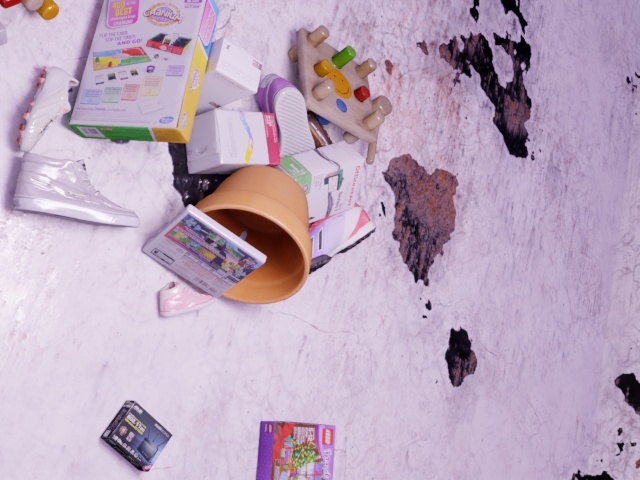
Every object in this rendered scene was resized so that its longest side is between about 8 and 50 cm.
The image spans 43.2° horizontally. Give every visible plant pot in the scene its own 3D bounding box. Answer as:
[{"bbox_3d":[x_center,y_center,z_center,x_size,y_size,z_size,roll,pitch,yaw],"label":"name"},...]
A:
[{"bbox_3d":[-0.145,-0.030,1.792,0.291,0.291,0.203,48,38,-28],"label":"plant pot"}]

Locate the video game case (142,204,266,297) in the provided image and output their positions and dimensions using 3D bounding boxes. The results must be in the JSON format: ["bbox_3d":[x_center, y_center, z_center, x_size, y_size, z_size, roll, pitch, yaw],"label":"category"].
[{"bbox_3d":[-0.246,0.027,1.710,0.201,0.183,0.023,36,42,-22],"label":"video game case"}]

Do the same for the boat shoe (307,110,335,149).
[{"bbox_3d":[0.010,-0.241,2.097,0.073,0.073,0.207,-45,113,-45],"label":"boat shoe"}]

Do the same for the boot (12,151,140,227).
[{"bbox_3d":[-0.468,-0.099,1.597,0.258,0.095,0.123,12,81,-41],"label":"boot"}]

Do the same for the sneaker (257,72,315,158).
[{"bbox_3d":[-0.090,-0.276,1.990,0.102,0.161,0.282,-17,129,-21],"label":"sneaker"}]

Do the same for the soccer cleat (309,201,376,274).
[{"bbox_3d":[0.000,0.000,2.034,0.318,0.108,0.116,-31,85,-33],"label":"soccer cleat"}]

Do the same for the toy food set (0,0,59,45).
[{"bbox_3d":[-0.617,-0.444,1.515,0.232,0.111,0.104,-37,78,-30],"label":"toy food set"}]

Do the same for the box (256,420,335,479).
[{"bbox_3d":[-0.060,0.577,1.906,0.201,0.057,0.293,15,73,-42],"label":"box"}]

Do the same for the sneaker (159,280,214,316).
[{"bbox_3d":[-0.291,0.118,1.763,0.134,0.051,0.070,-12,97,-40],"label":"sneaker"}]

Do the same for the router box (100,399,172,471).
[{"bbox_3d":[-0.373,0.398,1.647,0.122,0.038,0.092,51,52,-26],"label":"router box"}]

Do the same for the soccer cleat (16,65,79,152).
[{"bbox_3d":[-0.531,-0.253,1.579,0.076,0.068,0.196,22,64,-21],"label":"soccer cleat"}]

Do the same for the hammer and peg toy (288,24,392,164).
[{"bbox_3d":[0.082,-0.374,2.107,0.361,0.127,0.265,25,48,-38],"label":"hammer and peg toy"}]

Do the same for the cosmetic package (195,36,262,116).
[{"bbox_3d":[-0.246,-0.349,1.758,0.117,0.231,0.085,25,67,-39],"label":"cosmetic package"}]

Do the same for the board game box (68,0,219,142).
[{"bbox_3d":[-0.356,-0.358,1.653,0.064,0.242,0.316,58,39,-66],"label":"board game box"}]

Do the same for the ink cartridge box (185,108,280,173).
[{"bbox_3d":[-0.203,-0.222,1.851,0.176,0.128,0.127,-5,86,-45],"label":"ink cartridge box"}]

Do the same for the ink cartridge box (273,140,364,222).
[{"bbox_3d":[-0.011,-0.135,1.974,0.219,0.092,0.160,-20,138,-33],"label":"ink cartridge box"}]
